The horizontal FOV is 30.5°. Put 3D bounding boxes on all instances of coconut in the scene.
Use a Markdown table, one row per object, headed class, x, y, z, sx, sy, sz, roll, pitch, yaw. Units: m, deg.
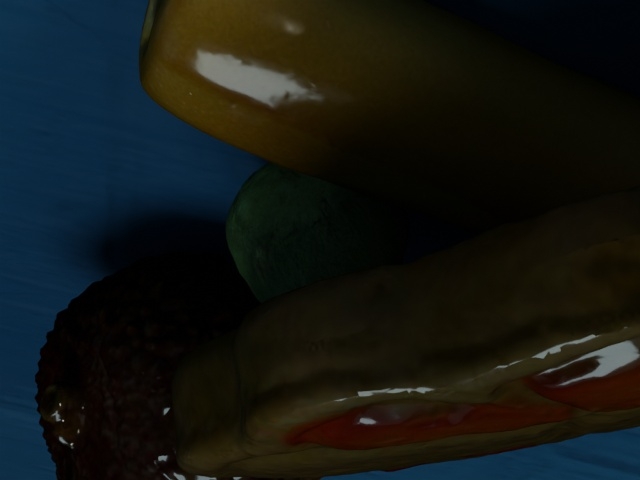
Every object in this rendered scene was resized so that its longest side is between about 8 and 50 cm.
| class | x | y | z | sx | sy | sz | roll | pitch | yaw |
| --- | --- | --- | --- | --- | --- | --- | --- | --- | --- |
| coconut | 0.000 | 0.000 | 0.580 | 0.088 | 0.088 | 0.096 | -5 | 143 | 29 |

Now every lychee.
| class | x | y | z | sx | sy | sz | roll | pitch | yaw |
| --- | --- | --- | --- | --- | --- | --- | --- | --- | --- |
| lychee | -0.078 | 0.096 | 0.700 | 0.194 | 0.194 | 0.194 | 10 | 153 | 5 |

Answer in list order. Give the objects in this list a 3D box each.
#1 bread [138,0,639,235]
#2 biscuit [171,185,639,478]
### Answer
| class | x | y | z | sx | sy | sz | roll | pitch | yaw |
| --- | --- | --- | --- | --- | --- | --- | --- | --- | --- |
| bread | 0.043 | -0.049 | 0.477 | 0.239 | 0.074 | 0.092 | 20 | 147 | -16 |
| biscuit | 0.123 | 0.047 | 0.505 | 0.381 | 0.074 | 0.359 | -11 | 168 | 12 |
